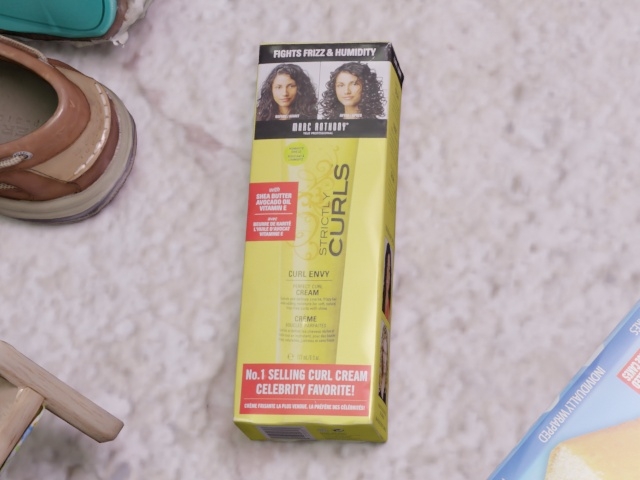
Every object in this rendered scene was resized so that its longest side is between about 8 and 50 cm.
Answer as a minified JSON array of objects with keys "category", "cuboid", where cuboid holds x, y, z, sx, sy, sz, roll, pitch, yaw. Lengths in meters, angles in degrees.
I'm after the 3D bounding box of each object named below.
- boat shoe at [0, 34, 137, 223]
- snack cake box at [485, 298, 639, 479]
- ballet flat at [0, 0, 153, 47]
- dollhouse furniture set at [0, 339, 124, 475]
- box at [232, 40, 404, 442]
[{"category":"boat shoe","cuboid":[-0.277,-0.088,1.197,0.324,0.116,0.123,3,74,12]},{"category":"snack cake box","cuboid":[0.154,0.178,1.045,0.152,0.089,0.264,39,84,20]},{"category":"ballet flat","cuboid":[-0.282,-0.209,1.249,0.409,0.147,0.147,11,76,11]},{"category":"dollhouse furniture set","cuboid":[-0.211,0.249,1.067,0.394,0.256,0.362,25,78,39]},{"category":"box","cuboid":[0.000,0.000,1.146,0.087,0.058,0.232,1,74,11]}]
